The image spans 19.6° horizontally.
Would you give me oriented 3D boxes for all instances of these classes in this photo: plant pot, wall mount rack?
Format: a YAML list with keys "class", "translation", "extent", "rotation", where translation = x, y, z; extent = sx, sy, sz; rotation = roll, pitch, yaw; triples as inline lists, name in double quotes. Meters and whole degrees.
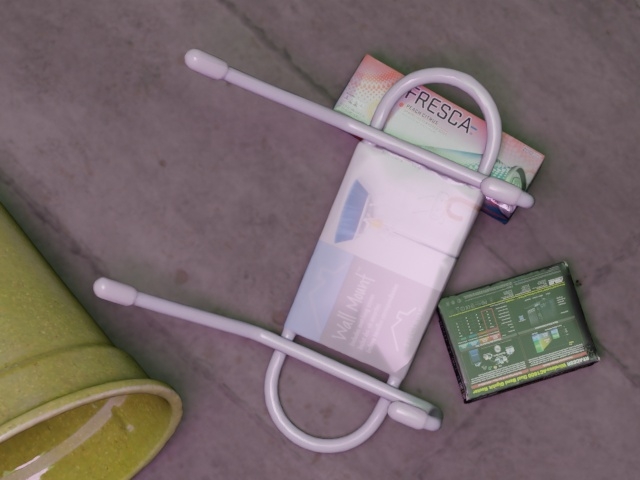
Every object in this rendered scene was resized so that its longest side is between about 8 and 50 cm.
- class: "plant pot"
  translation: [-0.292, 0.097, 1.506]
  extent: [0.276, 0.276, 0.254]
  rotation: [-31, 71, -5]
- class: "wall mount rack"
  translation: [0.000, 0.000, 1.539]
  extent: [0.304, 0.130, 0.350]
  rotation: [23, 94, 7]

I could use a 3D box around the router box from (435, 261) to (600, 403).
- class: "router box"
  translation: [0.169, 0.080, 1.602]
  extent: [0.122, 0.038, 0.092]
  rotation: [-16, 80, -2]

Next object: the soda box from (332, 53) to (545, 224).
- class: "soda box"
  translation: [0.101, -0.088, 1.622]
  extent: [0.183, 0.058, 0.063]
  rotation: [30, 81, 6]
